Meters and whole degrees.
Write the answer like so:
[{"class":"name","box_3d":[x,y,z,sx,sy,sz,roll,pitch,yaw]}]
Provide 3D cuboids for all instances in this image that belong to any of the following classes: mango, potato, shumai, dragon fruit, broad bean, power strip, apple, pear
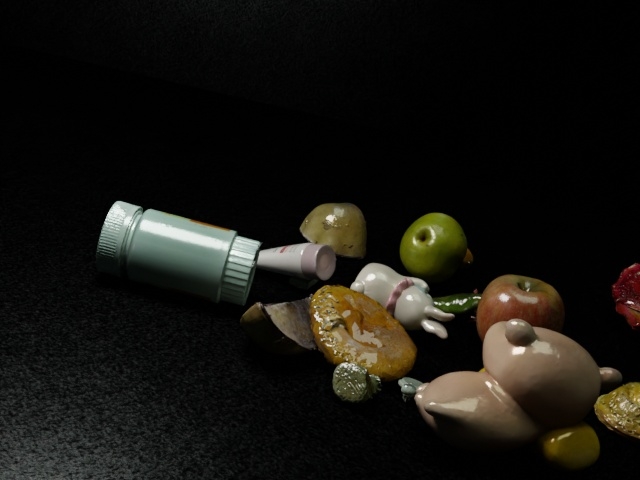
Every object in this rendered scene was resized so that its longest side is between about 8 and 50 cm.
[{"class":"mango","box_3d":[0.334,0.030,2.448,0.190,0.075,0.098,27,7,41]},{"class":"potato","box_3d":[-0.077,0.184,1.771,0.120,0.100,0.261,63,19,12]},{"class":"shumai","box_3d":[0.067,0.269,1.664,0.083,0.082,0.080,41,-8,27]},{"class":"dragon fruit","box_3d":[0.873,0.178,2.342,0.189,0.163,0.261,43,-1,-32]},{"class":"broad bean","box_3d":[0.294,0.151,2.094,0.195,0.046,0.061,-7,13,4]},{"class":"potato","box_3d":[0.055,-0.043,2.366,0.202,0.117,0.182,7,22,-36]},{"class":"power strip","box_3d":[-0.028,0.084,2.130,0.050,0.019,0.136,19,21,18]},{"class":"apple","box_3d":[0.437,0.173,1.982,0.188,0.174,0.188,9,25,-4]},{"class":"pear","box_3d":[0.303,0.028,2.307,0.166,0.180,0.216,21,-8,42]},{"class":"power strip","box_3d":[0.172,0.286,1.724,0.055,0.035,0.083,19,7,11]}]

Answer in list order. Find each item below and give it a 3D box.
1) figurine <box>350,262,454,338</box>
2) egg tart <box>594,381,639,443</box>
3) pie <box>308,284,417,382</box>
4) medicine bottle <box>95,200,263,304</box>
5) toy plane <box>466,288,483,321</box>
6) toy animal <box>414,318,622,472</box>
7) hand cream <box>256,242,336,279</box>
[{"class":"figurine","box_3d":[0.193,0.142,1.983,0.235,0.127,0.155,23,-3,21]},{"class":"egg tart","box_3d":[0.650,0.348,1.826,0.191,0.074,0.191,12,22,-5]},{"class":"pie","box_3d":[0.084,0.187,1.814,0.273,0.069,0.273,26,24,-13]},{"class":"medicine bottle","box_3d":[-0.292,0.031,1.885,0.318,0.158,0.158,15,20,1]},{"class":"toy plane","box_3d":[0.436,0.172,2.137,0.194,0.077,0.126,17,7,5]},{"class":"toy animal","box_3d":[0.350,0.244,1.631,0.344,0.247,0.277,12,18,-6]},{"class":"hand cream","box_3d":[-0.082,0.043,2.098,0.247,0.083,0.133,4,8,36]}]
